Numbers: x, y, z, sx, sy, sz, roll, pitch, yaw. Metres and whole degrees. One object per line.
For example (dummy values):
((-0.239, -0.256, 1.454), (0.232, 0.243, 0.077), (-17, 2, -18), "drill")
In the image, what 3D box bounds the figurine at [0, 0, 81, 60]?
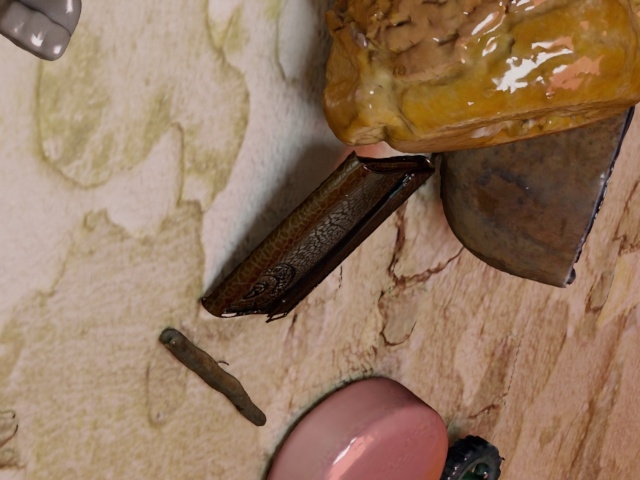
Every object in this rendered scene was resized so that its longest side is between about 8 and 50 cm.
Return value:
((-0.197, -0.305, 1.072), (0.285, 0.342, 0.167), (-22, 178, -37), "figurine")

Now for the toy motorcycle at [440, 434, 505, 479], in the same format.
((0.172, 0.449, 2.110), (0.237, 0.169, 0.410), (-38, 135, -29), "toy motorcycle")

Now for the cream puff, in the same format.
((0.160, -0.211, 1.473), (0.327, 0.343, 0.231), (-8, 87, -67), "cream puff")

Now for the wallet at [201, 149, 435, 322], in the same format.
((0.000, 0.000, 1.583), (0.243, 0.039, 0.133), (-43, 155, 28), "wallet")

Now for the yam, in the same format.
((-0.107, 0.147, 1.671), (0.027, 0.029, 0.234), (-26, 146, 9), "yam")

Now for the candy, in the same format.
((0.039, 0.287, 1.882), (0.255, 0.094, 0.255), (-28, 137, -30), "candy")

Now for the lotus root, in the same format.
((0.239, -0.094, 1.710), (0.272, 0.192, 0.272), (17, 90, -74), "lotus root")
